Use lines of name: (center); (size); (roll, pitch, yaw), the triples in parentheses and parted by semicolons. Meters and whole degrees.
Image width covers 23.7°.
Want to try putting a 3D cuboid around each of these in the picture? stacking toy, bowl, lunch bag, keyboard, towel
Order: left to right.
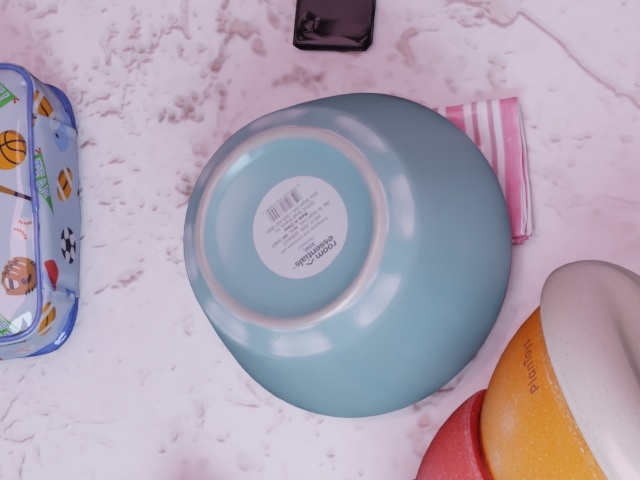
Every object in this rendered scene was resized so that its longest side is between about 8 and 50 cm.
lunch bag: (-0.365, -0.029, 1.514); (0.243, 0.115, 0.303); (-6, 79, 15)
bowl: (0.000, 0.000, 1.368); (0.311, 0.163, 0.311); (-4, 80, 23)
keyboard: (0.005, -0.277, 1.514); (0.108, 0.023, 0.180); (3, 80, 8)
towel: (0.098, -0.057, 1.445); (0.197, 0.029, 0.144); (-7, 77, 13)
stacking toy: (0.149, 0.272, 1.273); (0.480, 0.350, 0.350); (-38, 72, 24)
